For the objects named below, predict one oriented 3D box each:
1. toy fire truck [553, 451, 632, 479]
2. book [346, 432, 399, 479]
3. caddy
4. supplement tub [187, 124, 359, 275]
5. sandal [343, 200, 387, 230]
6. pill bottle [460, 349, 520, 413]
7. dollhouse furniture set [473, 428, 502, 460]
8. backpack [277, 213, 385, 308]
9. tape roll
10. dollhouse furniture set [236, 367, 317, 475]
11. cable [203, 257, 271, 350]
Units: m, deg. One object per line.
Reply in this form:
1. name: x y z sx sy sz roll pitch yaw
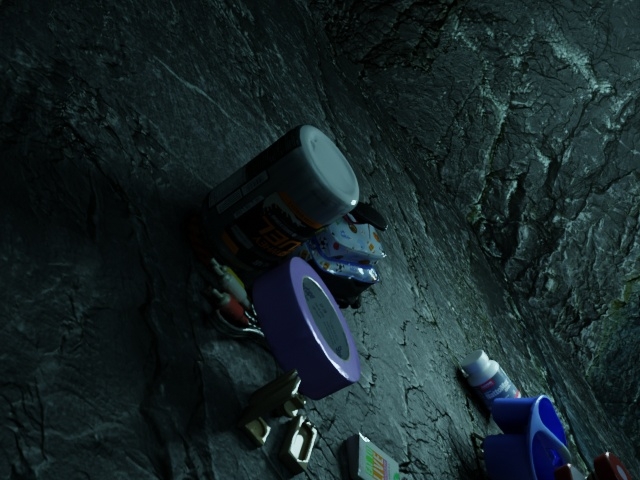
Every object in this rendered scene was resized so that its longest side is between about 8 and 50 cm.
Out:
1. toy fire truck: 0.596 0.602 1.596 0.302 0.169 0.254 43 24 -21
2. book: 0.110 0.470 1.596 0.144 0.035 0.096 43 30 -32
3. caddy: 0.563 0.553 2.054 0.341 0.179 0.241 57 43 -38
4. supplement tub: -0.097 -0.067 1.535 0.193 0.316 0.193 43 27 -28
5. sandal: 0.065 -0.066 1.729 0.179 0.040 0.067 27 26 -2
6. pill bottle: 0.503 0.421 2.338 0.180 0.108 0.108 52 23 -7
7. dollhouse furniture set: 0.448 0.575 2.152 0.081 0.091 0.114 23 -31 41
8. backpack: 0.000 0.000 1.805 0.277 0.213 0.263 21 30 -50
9. tape roll: -0.025 0.173 1.552 0.274 0.090 0.275 56 14 -22
10. dollhouse furniture set: -0.037 0.313 1.389 0.151 0.123 0.144 51 23 -12
11. cable: -0.120 0.157 1.499 0.287 0.072 0.139 41 23 -30
